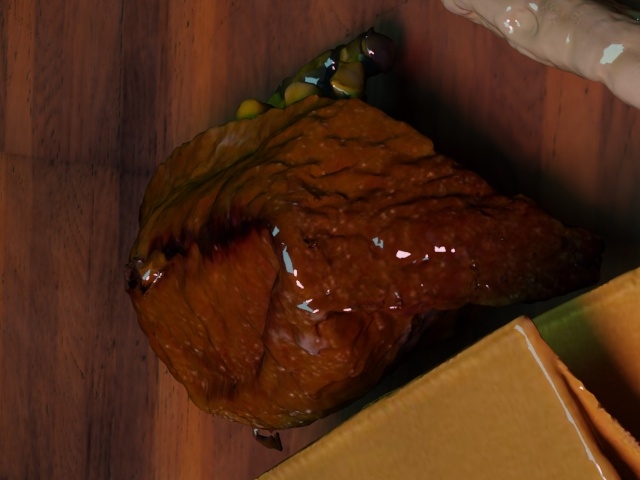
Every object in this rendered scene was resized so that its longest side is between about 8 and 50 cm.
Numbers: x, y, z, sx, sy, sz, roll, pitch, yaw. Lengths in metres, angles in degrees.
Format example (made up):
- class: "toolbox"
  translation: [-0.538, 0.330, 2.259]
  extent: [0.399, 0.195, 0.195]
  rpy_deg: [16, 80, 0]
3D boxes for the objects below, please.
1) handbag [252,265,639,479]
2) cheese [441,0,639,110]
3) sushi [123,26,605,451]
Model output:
- class: "handbag"
  translation: [0.134, 0.231, 0.619]
  extent: [0.401, 0.133, 0.283]
  rpy_deg: [62, 145, 8]
- class: "cheese"
  translation: [0.135, -0.092, 0.701]
  extent: [0.194, 0.065, 0.043]
  rpy_deg: [34, 123, 37]
- class: "sushi"
  translation: [-0.003, -0.001, 0.799]
  extent: [0.167, 0.179, 0.296]
  rpy_deg: [57, 149, -4]
